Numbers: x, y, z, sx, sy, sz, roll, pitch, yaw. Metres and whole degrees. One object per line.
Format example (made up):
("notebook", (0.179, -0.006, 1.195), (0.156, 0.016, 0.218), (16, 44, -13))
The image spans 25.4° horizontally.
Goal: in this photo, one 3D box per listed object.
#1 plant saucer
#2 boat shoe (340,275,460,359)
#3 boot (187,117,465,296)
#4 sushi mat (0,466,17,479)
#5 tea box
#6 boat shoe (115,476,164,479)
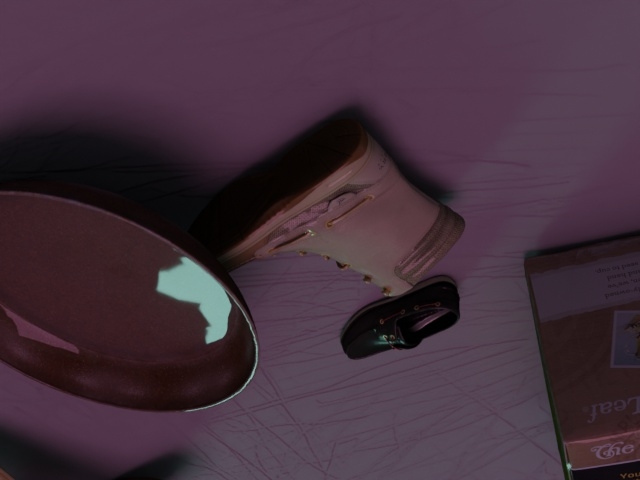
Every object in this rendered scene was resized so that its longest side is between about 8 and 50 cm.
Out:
("plant saucer", (-0.195, 0.045, 1.225), (0.311, 0.050, 0.310), (13, 144, 9))
("boat shoe", (0.073, 0.080, 1.341), (0.133, 0.042, 0.049), (-29, 133, 26))
("boot", (0.000, 0.000, 1.229), (0.213, 0.077, 0.165), (-32, 132, 26))
("sushi mat", (-0.342, 0.302, 1.403), (0.316, 0.151, 0.019), (42, 164, -10))
("tea box", (0.383, 0.162, 1.319), (0.329, 0.220, 0.323), (-11, 136, 7))
("boat shoe", (-0.224, 0.343, 1.551), (0.307, 0.110, 0.104), (-26, 135, 35))
